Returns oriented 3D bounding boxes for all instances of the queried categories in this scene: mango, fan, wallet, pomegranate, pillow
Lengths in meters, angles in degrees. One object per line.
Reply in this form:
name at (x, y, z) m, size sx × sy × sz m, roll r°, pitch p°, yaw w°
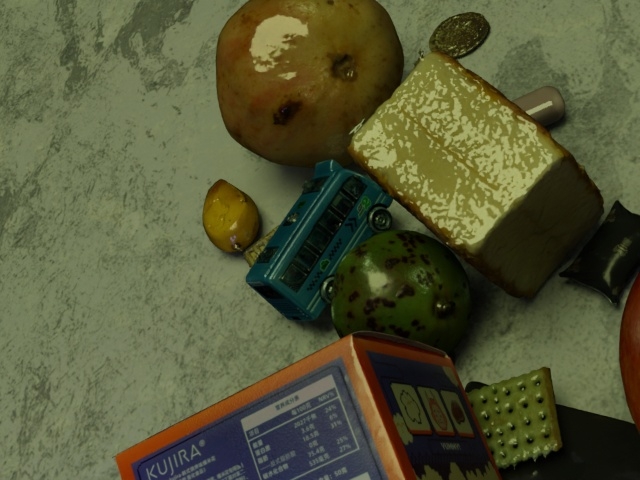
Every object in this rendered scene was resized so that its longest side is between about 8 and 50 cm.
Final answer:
mango at (-0.158, -0.042, 1.946) m, size 0.101 × 0.066 × 0.187 m, roll -41°, pitch 41°, yaw 8°
fan at (0.272, -0.177, 1.795) m, size 0.244 × 0.074 × 0.130 m, roll -26°, pitch 47°, yaw 10°
wallet at (0.316, 0.304, 1.425) m, size 0.378 × 0.051 × 0.197 m, roll 10°, pitch 61°, yaw 36°
pomegranate at (0.099, 0.091, 1.620) m, size 0.263 × 0.211 × 0.211 m, roll -5°, pitch 50°, yaw 57°
pillow at (0.417, 0.015, 1.585) m, size 0.090 × 0.048 × 0.150 m, roll 25°, pitch 69°, yaw 46°
pomegranate at (-0.023, -0.270, 1.891) m, size 0.342 × 0.342 × 0.342 m, roll -15°, pitch 51°, yaw 19°

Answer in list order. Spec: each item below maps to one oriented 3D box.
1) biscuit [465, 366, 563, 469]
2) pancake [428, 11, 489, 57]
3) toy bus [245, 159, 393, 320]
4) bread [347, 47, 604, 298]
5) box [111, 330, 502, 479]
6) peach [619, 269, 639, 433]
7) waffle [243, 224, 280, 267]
biscuit at (0.203, 0.255, 1.484) m, size 0.231 × 0.016 × 0.139 m, roll -22°, pitch 41°, yaw 21°
pancake at (0.245, -0.366, 1.992) m, size 0.115 × 0.011 × 0.115 m, roll -15°, pitch 51°, yaw 19°
toy bus at (0.000, 0.000, 1.752) m, size 0.246 × 0.134 × 0.113 m, roll -57°, pitch 20°, yaw -17°
bread at (0.226, -0.086, 1.572) m, size 0.207 × 0.279 × 0.279 m, roll -50°, pitch 56°, yaw 4°
box at (0.000, 0.297, 1.357) m, size 0.349 × 0.318 × 0.256 m, roll -30°, pitch 69°, yaw 21°
peach at (0.516, 0.122, 1.238) m, size 0.388 × 0.388 × 0.388 m, roll -15°, pitch 51°, yaw 19°
waffle at (-0.069, 0.038, 1.864) m, size 0.092 × 0.021 × 0.135 m, roll -36°, pitch 46°, yaw -1°
